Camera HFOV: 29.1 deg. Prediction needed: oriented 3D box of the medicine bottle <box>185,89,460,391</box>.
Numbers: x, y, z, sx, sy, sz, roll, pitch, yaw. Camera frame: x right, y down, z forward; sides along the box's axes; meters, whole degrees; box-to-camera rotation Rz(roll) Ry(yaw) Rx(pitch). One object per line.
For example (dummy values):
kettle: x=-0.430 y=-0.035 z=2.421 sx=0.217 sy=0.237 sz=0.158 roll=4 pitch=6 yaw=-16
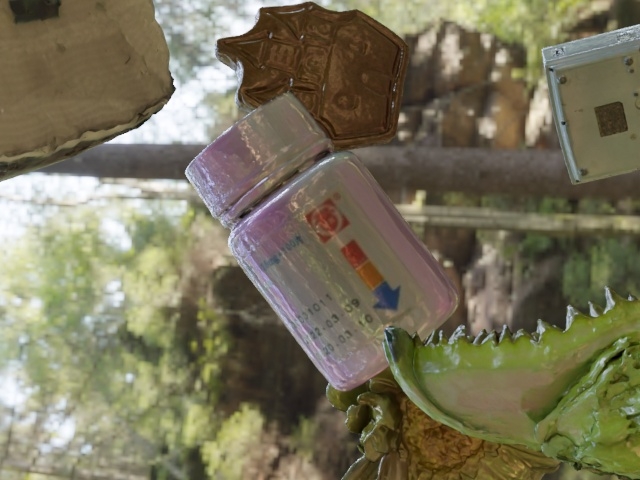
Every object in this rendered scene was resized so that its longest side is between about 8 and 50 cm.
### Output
medicine bottle: x=0.000 y=0.000 z=1.135 sx=0.254 sy=0.152 sz=0.152 roll=52 pitch=-156 yaw=3

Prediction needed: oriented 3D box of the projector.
projector: x=0.304 y=-0.141 z=1.301 sx=0.061 sy=0.115 sz=0.147 roll=-82 pitch=-24 yaw=-61

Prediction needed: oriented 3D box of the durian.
durian: x=0.224 y=0.100 z=0.791 sx=0.107 sy=0.375 sz=0.132 roll=107 pitch=174 yaw=-64

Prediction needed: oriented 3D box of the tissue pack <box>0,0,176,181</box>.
tissue pack: x=-0.346 y=-0.132 z=0.822 sx=0.264 sy=0.416 sz=0.253 roll=-30 pitch=-75 yaw=-55

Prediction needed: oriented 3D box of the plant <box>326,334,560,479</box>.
plant: x=0.160 y=0.203 z=1.462 sx=0.297 sy=0.261 sz=0.306 roll=-67 pitch=-40 yaw=-64

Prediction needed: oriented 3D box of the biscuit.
biscuit: x=-0.012 y=-0.189 z=1.357 sx=0.034 sy=0.215 sz=0.182 roll=113 pitch=169 yaw=-63
